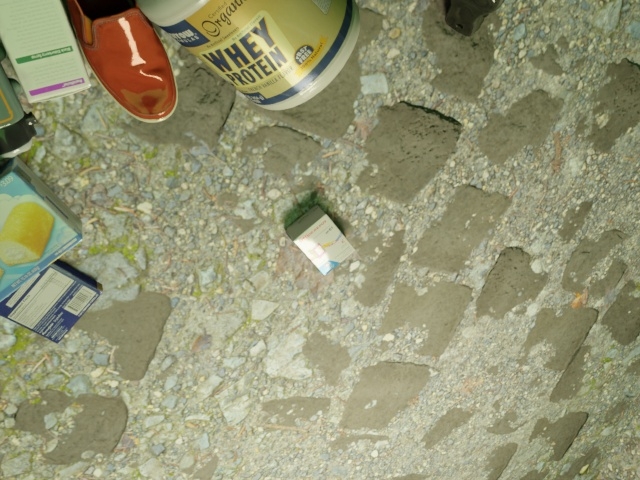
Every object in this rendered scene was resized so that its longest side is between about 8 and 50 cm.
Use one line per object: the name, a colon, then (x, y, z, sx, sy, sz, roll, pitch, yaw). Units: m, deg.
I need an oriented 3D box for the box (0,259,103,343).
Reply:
box: (-0.521, 0.078, 1.050, 0.136, 0.036, 0.225, -47, 124, 5)

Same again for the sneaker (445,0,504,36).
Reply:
sneaker: (0.287, -0.450, 1.032, 0.087, 0.227, 0.130, 30, 93, 3)

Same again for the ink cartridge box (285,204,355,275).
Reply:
ink cartridge box: (0.000, 0.000, 1.234, 0.088, 0.052, 0.122, -40, 124, 1)

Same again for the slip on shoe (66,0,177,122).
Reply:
slip on shoe: (-0.306, -0.322, 0.888, 0.123, 0.101, 0.331, -25, 126, -12)

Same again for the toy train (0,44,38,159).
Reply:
toy train: (-0.531, -0.240, 0.816, 0.190, 0.142, 0.333, -27, 125, -20)

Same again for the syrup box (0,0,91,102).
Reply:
syrup box: (-0.412, -0.326, 0.841, 0.096, 0.093, 0.236, -19, 123, -15)

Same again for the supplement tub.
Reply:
supplement tub: (-0.117, -0.359, 0.853, 0.228, 0.228, 0.316, -50, 133, 8)

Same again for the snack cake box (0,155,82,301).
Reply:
snack cake box: (-0.531, 0.010, 0.937, 0.264, 0.089, 0.152, -38, 123, -2)
